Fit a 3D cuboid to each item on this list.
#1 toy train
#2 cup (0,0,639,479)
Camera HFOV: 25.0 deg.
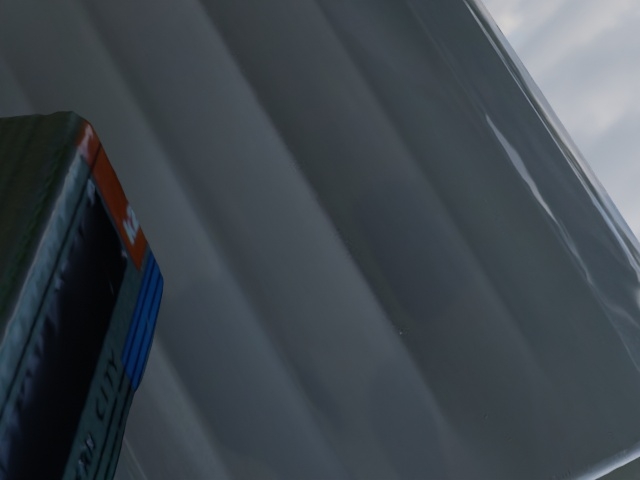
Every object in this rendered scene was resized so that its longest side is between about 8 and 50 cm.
[{"bbox_3d":[-0.107,0.108,0.252,0.086,0.089,0.409,-11,-148,11],"label":"toy train"},{"bbox_3d":[0.000,0.000,0.635,0.237,0.327,0.323,-35,161,10],"label":"cup"}]
